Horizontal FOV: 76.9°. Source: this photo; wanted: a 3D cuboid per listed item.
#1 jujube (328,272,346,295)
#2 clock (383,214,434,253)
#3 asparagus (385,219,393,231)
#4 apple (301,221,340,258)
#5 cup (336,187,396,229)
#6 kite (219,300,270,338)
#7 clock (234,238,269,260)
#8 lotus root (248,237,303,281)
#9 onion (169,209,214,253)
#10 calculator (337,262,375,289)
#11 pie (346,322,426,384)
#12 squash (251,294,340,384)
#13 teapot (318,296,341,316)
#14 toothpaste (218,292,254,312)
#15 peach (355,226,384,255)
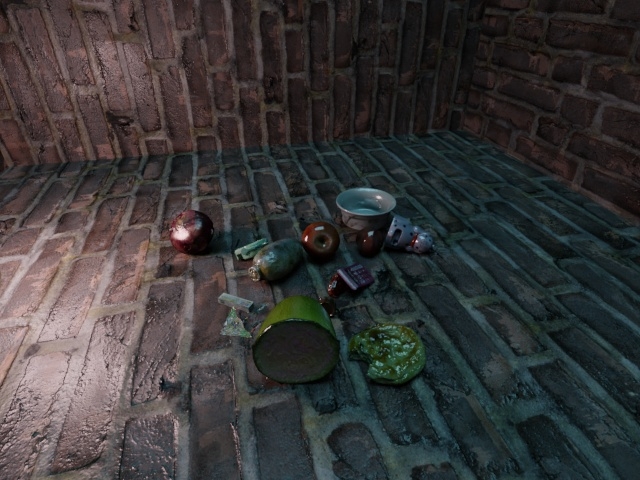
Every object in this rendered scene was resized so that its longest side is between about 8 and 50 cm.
[{"bbox_3d":[0.076,0.205,1.870,0.077,0.077,0.129,14,39,22],"label":"jujube"},{"bbox_3d":[0.484,-0.017,2.152,0.254,0.188,0.189,19,35,6],"label":"clock"},{"bbox_3d":[0.422,-0.090,2.375,0.036,0.030,0.165,26,39,18],"label":"asparagus"},{"bbox_3d":[0.000,0.000,2.080,0.201,0.201,0.162,-7,8,-10],"label":"apple"},{"bbox_3d":[0.263,-0.165,2.370,0.348,0.163,0.347,0,32,0],"label":"cup"},{"bbox_3d":[-0.312,0.331,1.696,0.244,0.006,0.198,-30,51,-23],"label":"kite"},{"bbox_3d":[-0.336,0.043,2.044,0.159,0.065,0.211,-25,5,-27],"label":"clock"},{"bbox_3d":[-0.195,0.082,1.977,0.175,0.174,0.349,20,38,29],"label":"lotus root"},{"bbox_3d":[-0.676,-0.041,2.154,0.252,0.219,0.252,-8,70,23],"label":"onion"},{"bbox_3d":[0.169,0.170,1.899,0.126,0.034,0.191,48,33,22],"label":"calculator"},{"bbox_3d":[0.257,0.421,1.536,0.303,0.066,0.302,-1,31,1],"label":"pie"},{"bbox_3d":[-0.088,0.313,1.498,0.311,0.310,0.308,-2,31,-2],"label":"squash"},{"bbox_3d":[0.040,0.287,1.747,0.121,0.076,0.068,32,27,0],"label":"teapot"},{"bbox_3d":[-0.377,0.276,1.794,0.164,0.034,0.046,13,34,20],"label":"toothpaste"},{"bbox_3d":[0.264,0.000,2.127,0.152,0.152,0.152,0,32,0],"label":"peach"}]
